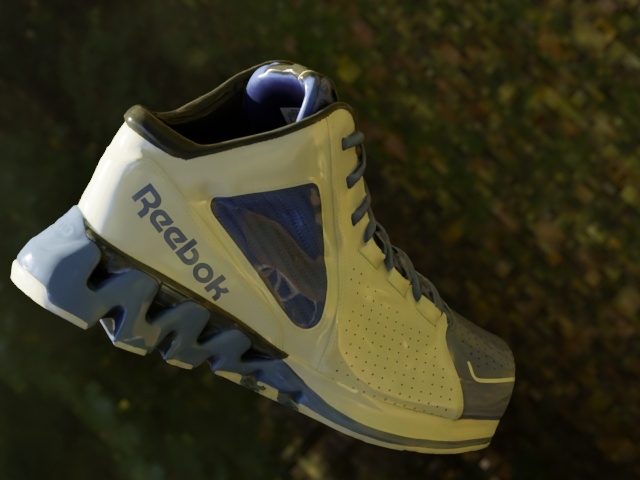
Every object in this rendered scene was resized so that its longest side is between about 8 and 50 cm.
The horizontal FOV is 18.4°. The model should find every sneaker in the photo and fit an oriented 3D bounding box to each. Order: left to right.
[{"bbox_3d":[-0.001,0.000,1.150,0.315,0.182,0.127,21,-168,-26],"label":"sneaker"}]
